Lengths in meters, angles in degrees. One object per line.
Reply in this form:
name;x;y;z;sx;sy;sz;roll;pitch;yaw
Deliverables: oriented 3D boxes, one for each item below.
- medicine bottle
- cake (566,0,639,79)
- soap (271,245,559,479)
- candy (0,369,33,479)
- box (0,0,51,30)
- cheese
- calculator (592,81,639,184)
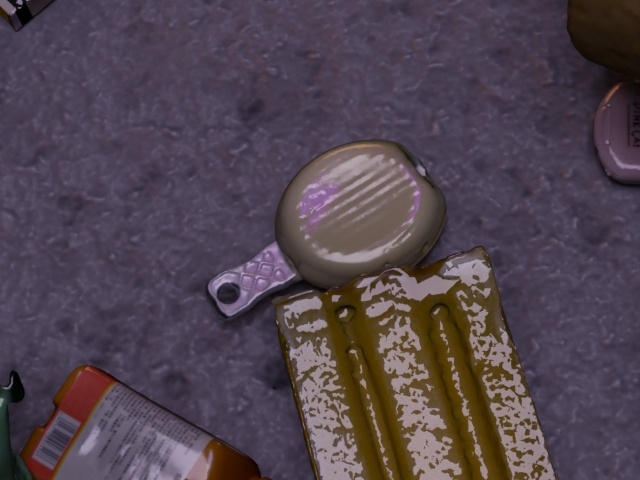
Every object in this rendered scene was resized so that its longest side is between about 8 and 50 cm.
medicine bottle;-0.121;0.206;1.397;0.222;0.149;0.112;28;80;14
cake;0.410;-0.241;1.420;0.321;0.332;0.332;27;73;25
soap;0.089;0.177;1.426;0.199;0.091;0.315;-16;69;-1
candy;-0.328;0.252;1.341;0.263;0.172;0.398;-10;89;25
box;-0.252;-0.330;1.684;0.247;0.033;0.129;-43;71;-12
cheese;0.000;0.000;1.516;0.227;0.064;0.137;-31;66;-9
calculator;0.335;-0.095;1.542;0.175;0.032;0.100;3;69;5
